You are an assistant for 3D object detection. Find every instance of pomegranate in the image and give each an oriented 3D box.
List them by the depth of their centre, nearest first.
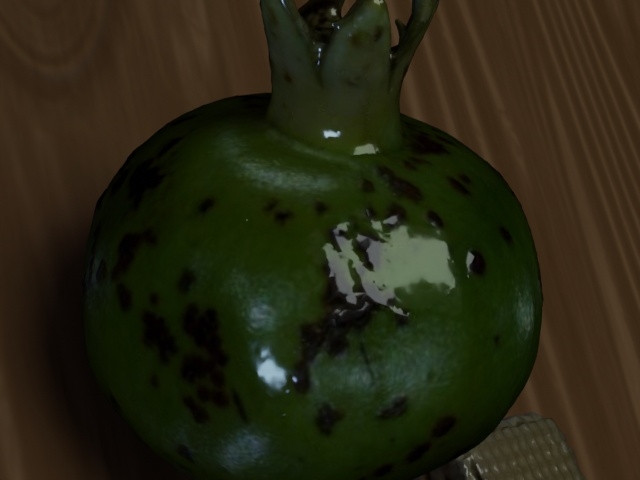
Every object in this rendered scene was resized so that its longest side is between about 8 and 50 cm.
[{"bbox_3d":[0.000,0.000,0.818,0.211,0.263,0.211,8,23,-3],"label":"pomegranate"}]

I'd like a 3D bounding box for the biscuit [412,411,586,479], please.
[{"bbox_3d":[0.126,0.204,0.943,0.108,0.062,0.239,-6,67,-50],"label":"biscuit"}]
